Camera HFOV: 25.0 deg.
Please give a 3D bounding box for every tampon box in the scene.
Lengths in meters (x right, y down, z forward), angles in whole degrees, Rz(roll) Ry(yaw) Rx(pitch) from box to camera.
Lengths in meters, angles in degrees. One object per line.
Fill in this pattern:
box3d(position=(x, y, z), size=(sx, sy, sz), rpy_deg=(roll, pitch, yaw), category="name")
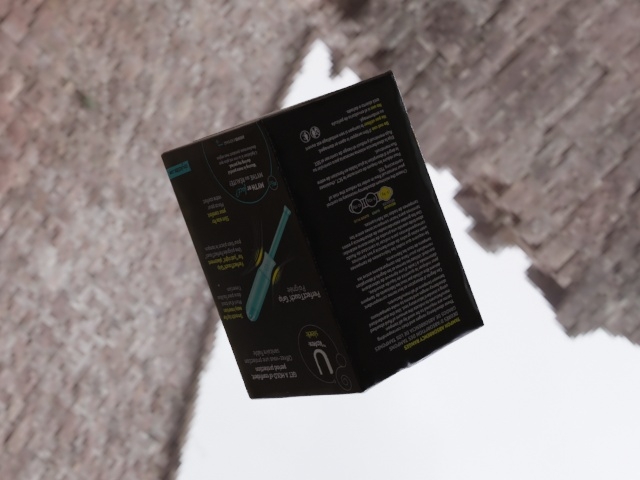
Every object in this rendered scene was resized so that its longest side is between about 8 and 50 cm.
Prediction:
box3d(position=(0.000, 0.000, 0.847), size=(0.101, 0.161, 0.120), rpy_deg=(-24, -172, -35), category="tampon box")
